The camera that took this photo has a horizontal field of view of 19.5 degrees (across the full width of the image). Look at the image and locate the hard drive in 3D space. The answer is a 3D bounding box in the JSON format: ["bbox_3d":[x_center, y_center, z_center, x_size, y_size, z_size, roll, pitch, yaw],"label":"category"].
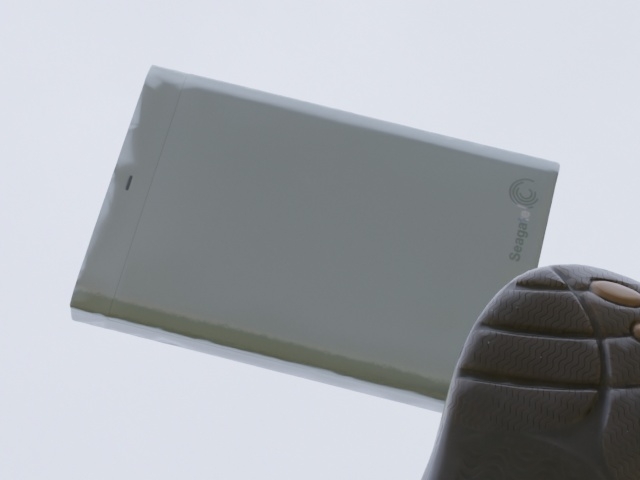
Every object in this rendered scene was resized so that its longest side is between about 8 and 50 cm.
[{"bbox_3d":[0.000,0.000,1.319,0.308,0.203,0.040,14,-26,4],"label":"hard drive"}]

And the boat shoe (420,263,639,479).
[{"bbox_3d":[0.076,0.185,0.857,0.355,0.132,0.130,-59,-19,-17],"label":"boat shoe"}]
